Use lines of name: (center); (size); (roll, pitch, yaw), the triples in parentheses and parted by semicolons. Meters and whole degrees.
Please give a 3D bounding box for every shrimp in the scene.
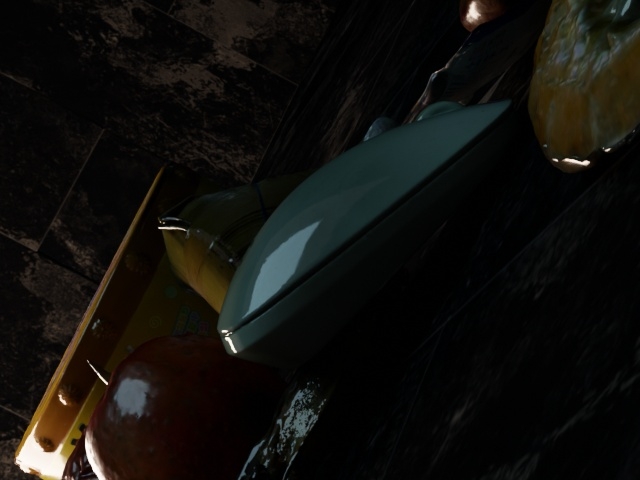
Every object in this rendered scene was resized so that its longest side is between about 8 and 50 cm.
shrimp: (0.000, 0.128, 1.468); (0.253, 0.058, 0.173); (-60, -2, -9)
shrimp: (0.232, -0.229, 1.030); (0.272, 0.085, 0.445); (-88, 23, -64)

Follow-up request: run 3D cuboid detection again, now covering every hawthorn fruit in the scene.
hawthorn fruit: (-0.122, 0.162, 1.557); (0.179, 0.200, 0.179); (-54, -18, -27)

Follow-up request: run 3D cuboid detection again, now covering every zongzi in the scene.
zongzi: (0.000, 0.000, 1.945); (0.260, 0.289, 0.123); (36, 142, 55)

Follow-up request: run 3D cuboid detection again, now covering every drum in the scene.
drum: (-0.187, 0.133, 2.206); (0.431, 0.214, 0.431); (-61, 7, 13)

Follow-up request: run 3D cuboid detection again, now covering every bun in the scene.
bun: (0.063, -0.091, 1.915); (0.083, 0.045, 0.083); (-61, 3, 6)

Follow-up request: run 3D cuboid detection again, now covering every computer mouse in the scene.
computer mouse: (0.027, -0.019, 1.404); (0.288, 0.097, 0.159); (-47, 4, -1)

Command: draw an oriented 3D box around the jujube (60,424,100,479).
jujube: (-0.166, 0.265, 1.749); (0.190, 0.190, 0.255); (-73, -4, -61)

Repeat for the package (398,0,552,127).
package: (0.139, -0.153, 1.471); (0.171, 0.027, 0.173); (-34, -14, -38)

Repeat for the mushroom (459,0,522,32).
mushroom: (0.122, -0.299, 1.542); (0.227, 0.218, 0.148); (-57, 9, 38)
